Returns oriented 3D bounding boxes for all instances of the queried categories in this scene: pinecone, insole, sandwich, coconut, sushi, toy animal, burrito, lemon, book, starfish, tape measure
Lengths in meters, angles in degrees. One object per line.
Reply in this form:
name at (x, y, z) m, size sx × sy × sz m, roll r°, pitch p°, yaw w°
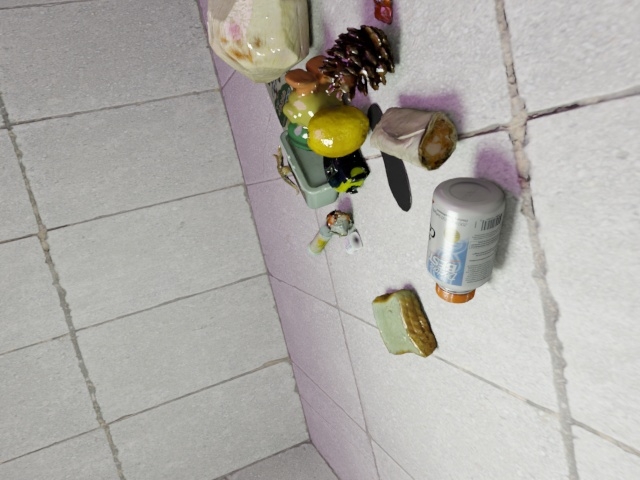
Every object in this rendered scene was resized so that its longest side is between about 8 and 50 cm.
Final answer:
pinecone at (0.097, -0.482, 1.340) m, size 0.179 × 0.205 × 0.184 m, roll 56°, pitch 171°, yaw 50°
insole at (0.212, -0.252, 1.508) m, size 0.119 × 0.009 × 0.348 m, roll 142°, pitch 110°, yaw -68°
sandwich at (0.270, 0.281, 1.662) m, size 0.251 × 0.087 × 0.226 m, roll 141°, pitch 113°, yaw -70°
coconut at (-0.216, -0.761, 1.778) m, size 0.415 × 0.345 × 0.414 m, roll 166°, pitch 90°, yaw -68°
sushi at (0.074, -0.064, 1.920) m, size 0.226 × 0.097 × 0.102 m, roll 111°, pitch 148°, yaw -84°
toy animal at (-0.017, -0.445, 1.718) m, size 0.191 × 0.216 × 0.338 m, roll 37°, pitch 151°, yaw 18°
burrito at (0.235, -0.261, 1.253) m, size 0.105 × 0.143 × 0.299 m, roll 46°, pitch 179°, yaw -27°
lemon at (0.055, -0.346, 1.571) m, size 0.170 × 0.208 × 0.169 m, roll -9°, pitch -90°, yaw -81°
book at (-0.182, -0.692, 2.207) m, size 0.260 × 0.043 × 0.370 m, roll 118°, pitch 133°, yaw -63°
starfish at (-0.134, -0.273, 1.957) m, size 0.208 × 0.053 × 0.176 m, roll 61°, pitch 168°, yaw -7°
tape measure at (0.079, -0.251, 1.732) m, size 0.186 × 0.112 × 0.198 m, roll 121°, pitch 132°, yaw -68°

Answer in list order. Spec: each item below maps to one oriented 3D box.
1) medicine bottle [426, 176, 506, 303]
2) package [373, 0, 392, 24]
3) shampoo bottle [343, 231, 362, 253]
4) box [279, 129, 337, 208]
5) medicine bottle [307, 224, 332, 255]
medicine bottle at (0.330, 0.010, 1.156) m, size 0.157 × 0.157 × 0.288 m, roll -130°, pitch 30°, yaw -49°
package at (0.161, -0.632, 1.304) m, size 0.077 × 0.033 × 0.110 m, roll 25°, pitch 148°, yaw 36°
shampoo bottle at (0.123, 0.013, 1.920) m, size 0.099 × 0.043 × 0.072 m, roll 133°, pitch 121°, yaw -69°
box at (-0.032, -0.280, 1.953) m, size 0.182 × 0.176 × 0.311 m, roll 90°, pitch 157°, yaw -62°
medicine bottle at (0.000, 0.000, 2.222) m, size 0.218 × 0.074 × 0.073 m, roll 125°, pitch 126°, yaw -64°
